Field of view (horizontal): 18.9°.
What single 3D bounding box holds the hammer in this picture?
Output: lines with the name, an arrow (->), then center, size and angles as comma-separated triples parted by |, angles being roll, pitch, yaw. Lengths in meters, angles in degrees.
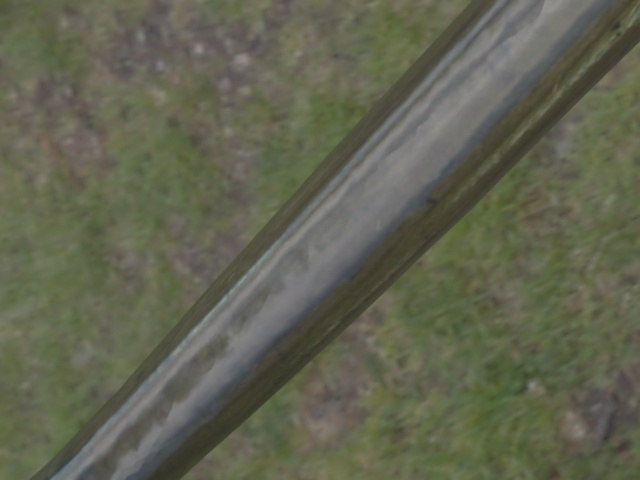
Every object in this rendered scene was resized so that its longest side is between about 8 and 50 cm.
hammer -> 0.000, 0.000, 0.469 | 0.044, 0.168, 0.440 | 42, 113, -3
